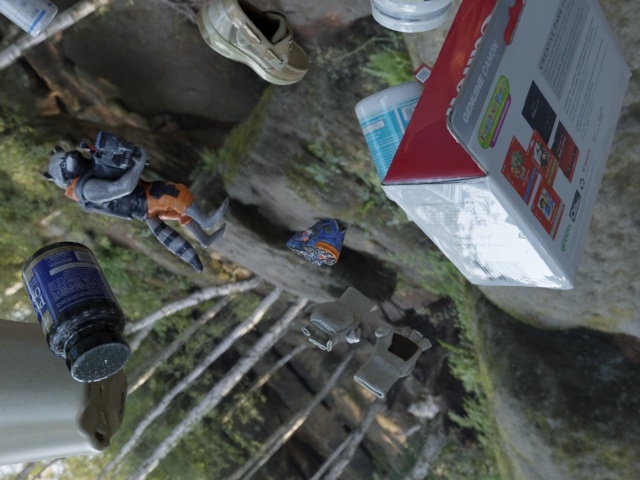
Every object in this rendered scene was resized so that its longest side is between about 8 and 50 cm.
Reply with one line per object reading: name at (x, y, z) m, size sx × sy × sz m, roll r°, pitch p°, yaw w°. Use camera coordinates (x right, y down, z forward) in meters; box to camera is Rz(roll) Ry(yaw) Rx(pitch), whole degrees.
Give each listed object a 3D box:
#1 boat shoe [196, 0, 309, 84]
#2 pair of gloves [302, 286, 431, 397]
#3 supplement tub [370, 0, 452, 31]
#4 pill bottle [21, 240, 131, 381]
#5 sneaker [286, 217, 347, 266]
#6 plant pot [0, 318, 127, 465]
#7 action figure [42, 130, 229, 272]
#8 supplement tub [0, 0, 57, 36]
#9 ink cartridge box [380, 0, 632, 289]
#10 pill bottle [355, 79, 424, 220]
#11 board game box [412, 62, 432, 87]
boat shoe at (-0.108, -0.421, 1.347) m, size 0.341 × 0.110 × 0.121 m, roll 0°, pitch -112°, yaw -60°
pair of gloves at (0.096, 0.201, 1.355) m, size 0.240 × 0.204 × 0.042 m, roll 38°, pitch 132°, yaw 22°
supplement tub at (0.222, -0.684, 1.491) m, size 0.235 × 0.235 × 0.324 m, roll 39°, pitch 153°, yaw 29°
pill bottle at (-0.391, 0.114, 1.030) m, size 0.219 × 0.123 × 0.122 m, roll 52°, pitch 168°, yaw 32°
sneaker at (0.000, 0.000, 1.310) m, size 0.083 × 0.087 × 0.221 m, roll 37°, pitch 167°, yaw -19°
plant pot at (-0.545, 0.283, 1.198) m, size 0.334 × 0.306 × 0.333 m, roll -1°, pitch -90°, yaw -88°
action figure at (-0.336, -0.083, 1.143) m, size 0.331 × 0.178 × 0.341 m, roll 22°, pitch 178°, yaw -4°
supplement tub at (-0.530, -0.420, 1.128) m, size 0.107 × 0.071 × 0.071 m, roll 38°, pitch 169°, yaw -24°
ink cartridge box at (0.200, -0.148, 0.688) m, size 0.130 × 0.309 × 0.272 m, roll 0°, pitch 147°, yaw 46°
pill bottle at (0.178, -0.179, 1.298) m, size 0.146 × 0.146 × 0.263 m, roll -5°, pitch 106°, yaw 70°
board game box at (0.253, -0.143, 0.934) m, size 0.281 × 0.027 × 0.145 m, roll 34°, pitch -164°, yaw -38°
